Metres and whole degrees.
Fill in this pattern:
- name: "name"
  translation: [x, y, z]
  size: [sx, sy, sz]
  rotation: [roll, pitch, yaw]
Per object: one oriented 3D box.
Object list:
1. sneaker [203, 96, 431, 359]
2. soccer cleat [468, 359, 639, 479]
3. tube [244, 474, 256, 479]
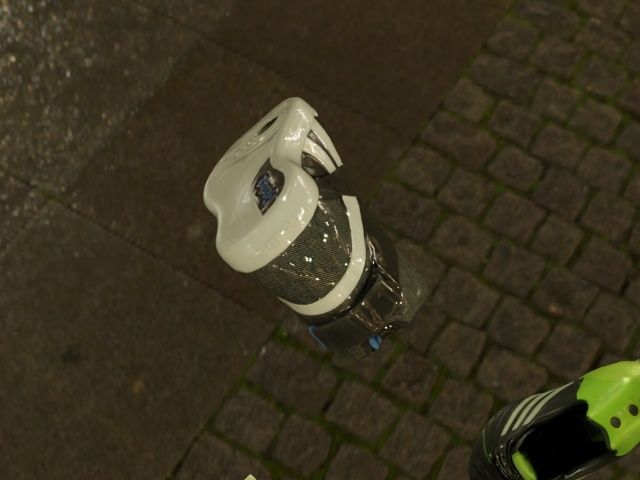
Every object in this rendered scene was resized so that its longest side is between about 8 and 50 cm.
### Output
- name: "sneaker"
  translation: [0.000, 0.000, 0.667]
  size: [0.121, 0.079, 0.217]
  rotation: [46, 14, -17]
- name: "soccer cleat"
  translation: [0.127, 0.119, 0.683]
  size: [0.072, 0.179, 0.060]
  rotation: [-25, 77, -36]
- name: "tube"
  translation: [-0.001, 0.292, 0.887]
  size: [0.062, 0.070, 0.240]
  rotation: [-40, 87, -2]
